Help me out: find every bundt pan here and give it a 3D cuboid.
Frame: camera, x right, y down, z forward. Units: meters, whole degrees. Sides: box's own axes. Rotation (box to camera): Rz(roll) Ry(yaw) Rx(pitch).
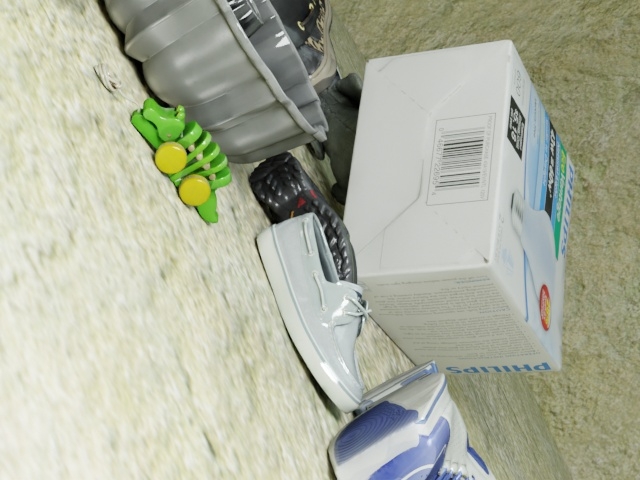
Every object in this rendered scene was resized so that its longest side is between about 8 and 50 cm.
[{"bbox_3d":[-0.124,-0.221,1.349,0.330,0.124,0.331,58,11,-18],"label":"bundt pan"}]

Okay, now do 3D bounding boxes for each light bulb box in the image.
[{"bbox_3d":[0.208,-0.033,1.849,0.361,0.225,0.357,48,45,-53],"label":"light bulb box"}]

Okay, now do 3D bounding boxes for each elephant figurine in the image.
[{"bbox_3d":[0.028,-0.183,2.041,0.169,0.186,0.239,-19,63,-37],"label":"elephant figurine"}]

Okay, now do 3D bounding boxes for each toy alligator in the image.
[{"bbox_3d":[-0.130,-0.096,1.170,0.189,0.051,0.056,56,11,-28],"label":"toy alligator"}]

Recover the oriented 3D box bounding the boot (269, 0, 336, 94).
[{"bbox_3d":[-0.101,-0.410,1.998,0.284,0.138,0.377,54,18,-37],"label":"boot"}]

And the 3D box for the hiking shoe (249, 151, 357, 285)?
[{"bbox_3d":[0.000,0.000,1.469,0.114,0.086,0.226,44,19,-51],"label":"hiking shoe"}]

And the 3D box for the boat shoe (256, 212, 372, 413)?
[{"bbox_3d":[0.006,0.066,1.324,0.079,0.081,0.227,44,19,-59],"label":"boat shoe"}]

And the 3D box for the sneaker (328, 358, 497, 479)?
[{"bbox_3d":[0.116,0.231,1.288,0.182,0.127,0.315,59,8,1],"label":"sneaker"}]

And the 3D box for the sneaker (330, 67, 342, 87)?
[{"bbox_3d":[0.010,-0.245,2.225,0.234,0.084,0.097,57,12,-24],"label":"sneaker"}]
